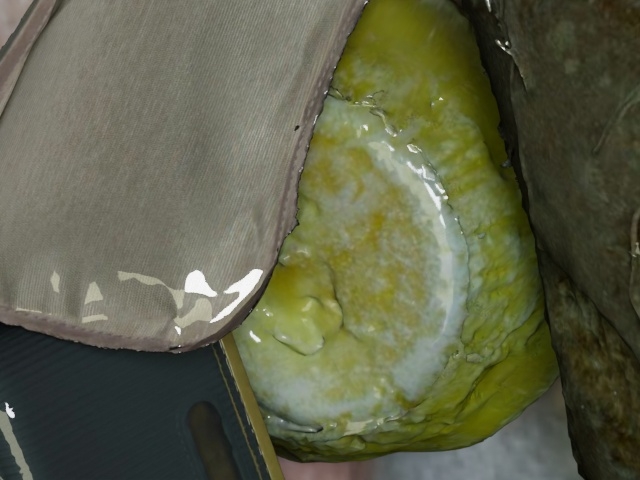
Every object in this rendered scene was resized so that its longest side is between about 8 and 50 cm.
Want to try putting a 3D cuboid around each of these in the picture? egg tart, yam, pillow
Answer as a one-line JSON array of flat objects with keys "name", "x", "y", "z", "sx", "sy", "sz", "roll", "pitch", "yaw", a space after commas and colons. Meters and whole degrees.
[{"name": "egg tart", "x": 0.000, "y": 0.000, "z": 0.509, "sx": 0.197, "sy": 0.078, "sz": 0.197, "roll": 5, "pitch": 105, "yaw": 19}, {"name": "yam", "x": 0.128, "y": -0.025, "z": 0.422, "sx": 0.154, "sy": 0.154, "sz": 0.255, "roll": -10, "pitch": 100, "yaw": 22}, {"name": "pillow", "x": -0.043, "y": -0.073, "z": 0.461, "sx": 0.130, "sy": 0.038, "sz": 0.233, "roll": 15, "pitch": 71, "yaw": 16}]

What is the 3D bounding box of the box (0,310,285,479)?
[{"name": "box", "x": -0.108, "y": 0.089, "z": 0.518, "sx": 0.201, "sy": 0.090, "sz": 0.145, "roll": -6, "pitch": 107, "yaw": 51}]
